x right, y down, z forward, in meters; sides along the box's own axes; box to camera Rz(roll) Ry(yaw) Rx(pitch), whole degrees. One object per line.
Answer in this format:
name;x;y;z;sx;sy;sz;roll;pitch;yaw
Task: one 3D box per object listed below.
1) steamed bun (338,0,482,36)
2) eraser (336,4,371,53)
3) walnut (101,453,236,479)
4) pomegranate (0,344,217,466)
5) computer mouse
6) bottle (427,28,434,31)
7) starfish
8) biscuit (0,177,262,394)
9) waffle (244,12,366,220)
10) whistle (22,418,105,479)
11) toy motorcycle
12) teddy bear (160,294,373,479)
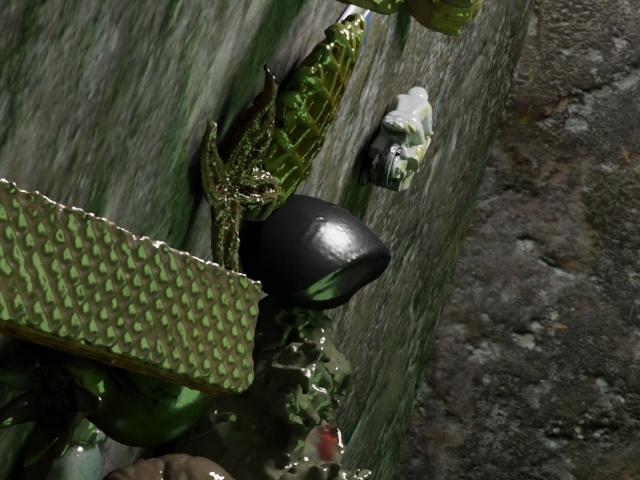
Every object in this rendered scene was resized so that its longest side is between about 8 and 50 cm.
steamed bun;0.085;-0.293;1.974;0.106;0.177;0.192;112;-8;-47
eraser;0.028;-0.220;2.168;0.085;0.027;0.063;-60;167;-47
walnut;-0.147;0.307;1.807;0.224;0.224;0.224;20;90;-80
pomegranate;-0.165;0.094;1.486;0.191;0.152;0.131;-26;145;-45
computer mouse;0.000;0.000;2.128;0.086;0.137;0.269;-63;170;16
bottle;0.154;-0.340;2.502;0.217;0.060;0.060;87;25;-62
starfish;-0.083;-0.052;1.843;0.213;0.057;0.238;6;100;-71
biscuit;-0.151;0.036;1.304;0.378;0.054;0.094;26;70;-57
waffle;-0.016;-0.131;2.035;0.208;0.054;0.214;-59;171;-60
whistle;-0.210;0.171;1.608;0.107;0.057;0.220;1;104;-79
toy motorcycle;0.113;-0.137;2.635;0.228;0.074;0.151;-2;109;-77
teddy bear;-0.042;0.200;2.116;0.368;0.224;0.357;-66;-177;-33
